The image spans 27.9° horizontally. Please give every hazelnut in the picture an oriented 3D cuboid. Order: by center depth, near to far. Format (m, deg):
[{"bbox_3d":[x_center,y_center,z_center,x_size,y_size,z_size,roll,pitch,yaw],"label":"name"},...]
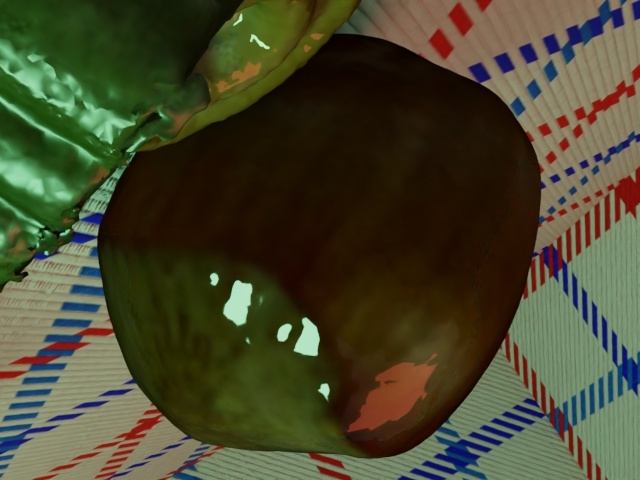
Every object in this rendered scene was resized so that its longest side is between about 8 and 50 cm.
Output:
[{"bbox_3d":[-0.005,0.007,1.034,0.366,0.366,0.366,-31,167,-8],"label":"hazelnut"}]

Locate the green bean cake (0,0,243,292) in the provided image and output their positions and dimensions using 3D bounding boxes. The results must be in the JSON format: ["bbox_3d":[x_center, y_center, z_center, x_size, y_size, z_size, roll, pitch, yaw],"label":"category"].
[{"bbox_3d":[-0.122,-0.109,0.513,0.247,0.156,0.250,-37,-157,45],"label":"green bean cake"}]

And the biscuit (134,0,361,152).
[{"bbox_3d":[-0.068,-0.143,0.832,0.274,0.091,0.213,-38,165,10],"label":"biscuit"}]
